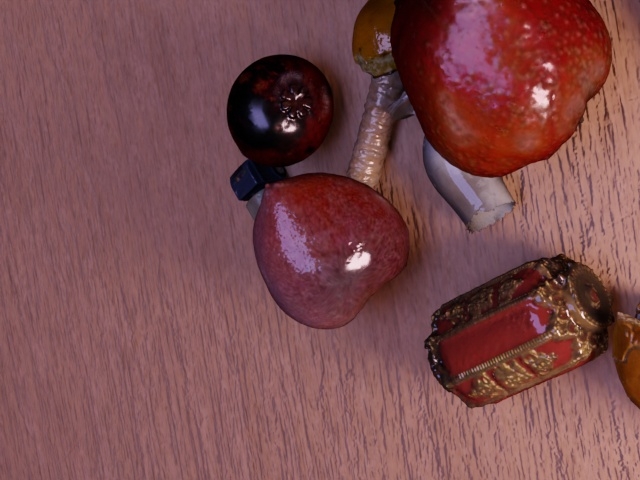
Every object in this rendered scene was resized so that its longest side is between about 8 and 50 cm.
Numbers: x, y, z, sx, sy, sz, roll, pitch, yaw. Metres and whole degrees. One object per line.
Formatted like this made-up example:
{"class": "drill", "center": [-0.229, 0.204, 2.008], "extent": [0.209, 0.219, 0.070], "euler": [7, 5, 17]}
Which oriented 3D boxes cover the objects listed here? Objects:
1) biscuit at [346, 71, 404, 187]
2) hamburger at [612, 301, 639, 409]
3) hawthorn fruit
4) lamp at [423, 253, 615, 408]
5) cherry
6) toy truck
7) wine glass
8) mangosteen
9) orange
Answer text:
{"class": "biscuit", "center": [0.088, -0.189, 2.066], "extent": [0.055, 0.061, 0.219], "euler": [38, 121, 51]}
{"class": "hamburger", "center": [0.510, 0.193, 1.751], "extent": [0.283, 0.144, 0.157], "euler": [24, 112, 30]}
{"class": "hawthorn fruit", "center": [0.211, -0.265, 1.778], "extent": [0.284, 0.285, 0.369], "euler": [-28, 116, 37]}
{"class": "lamp", "center": [0.281, 0.130, 1.909], "extent": [0.274, 0.177, 0.177], "euler": [-30, 79, 35]}
{"class": "cherry", "center": [0.006, 0.004, 2.052], "extent": [0.239, 0.206, 0.239], "euler": [0, 91, 10]}
{"class": "toy truck", "center": [-0.073, -0.041, 2.198], "extent": [0.074, 0.088, 0.202], "euler": [-42, 72, 36]}
{"class": "wine glass", "center": [0.195, -0.123, 1.967], "extent": [0.103, 0.103, 0.222], "euler": [-42, 72, 34]}
{"class": "mangosteen", "center": [-0.072, -0.204, 2.131], "extent": [0.200, 0.200, 0.200], "euler": [7, 102, 37]}
{"class": "orange", "center": [0.114, -0.314, 1.950], "extent": [0.160, 0.170, 0.112], "euler": [-21, 105, 7]}
